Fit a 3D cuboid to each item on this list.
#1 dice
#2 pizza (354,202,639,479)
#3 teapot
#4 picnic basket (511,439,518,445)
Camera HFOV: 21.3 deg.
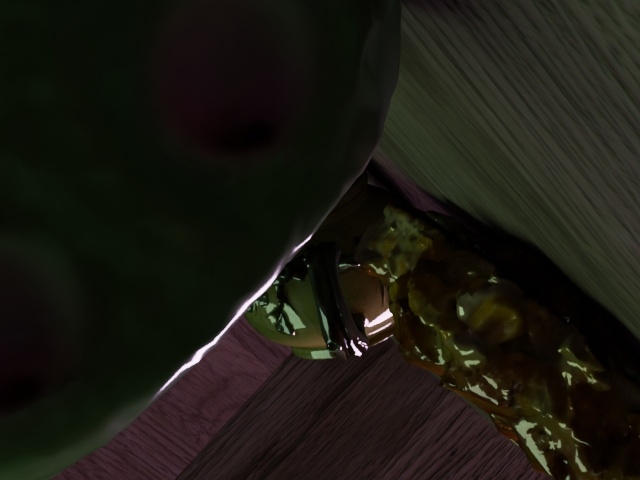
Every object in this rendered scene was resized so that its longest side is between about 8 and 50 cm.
[{"bbox_3d":[-0.181,-0.100,0.764,0.322,0.330,0.318,45,172,-25],"label":"dice"},{"bbox_3d":[0.164,0.099,1.219,0.409,0.114,0.278,39,-179,24],"label":"pizza"},{"bbox_3d":[0.000,0.000,1.436,0.269,0.173,0.182,-91,-19,-71],"label":"teapot"},{"bbox_3d":[0.234,0.180,1.623,0.115,0.079,0.164,41,177,12],"label":"picnic basket"}]
